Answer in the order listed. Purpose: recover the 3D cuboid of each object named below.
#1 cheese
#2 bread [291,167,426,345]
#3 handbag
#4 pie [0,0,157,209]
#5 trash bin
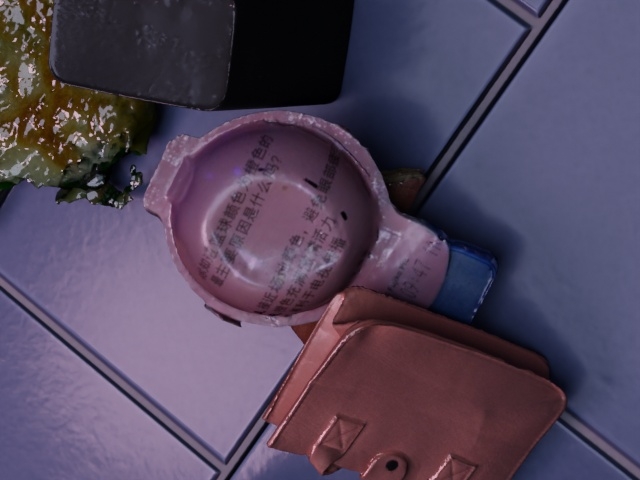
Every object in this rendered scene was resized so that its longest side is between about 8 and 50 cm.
[{"bbox_3d":[0.000,0.000,1.120,0.286,0.074,0.189,21,110,-8],"label":"cheese"},{"bbox_3d":[-0.001,-0.001,1.194,0.119,0.067,0.192,31,109,13],"label":"bread"},{"bbox_3d":[0.077,0.137,1.137,0.213,0.059,0.157,22,113,-23],"label":"handbag"},{"bbox_3d":[-0.330,-0.130,1.295,0.371,0.078,0.296,-20,93,22],"label":"pie"},{"bbox_3d":[-0.091,-0.164,1.115,0.165,0.225,0.115,13,105,18],"label":"trash bin"}]
